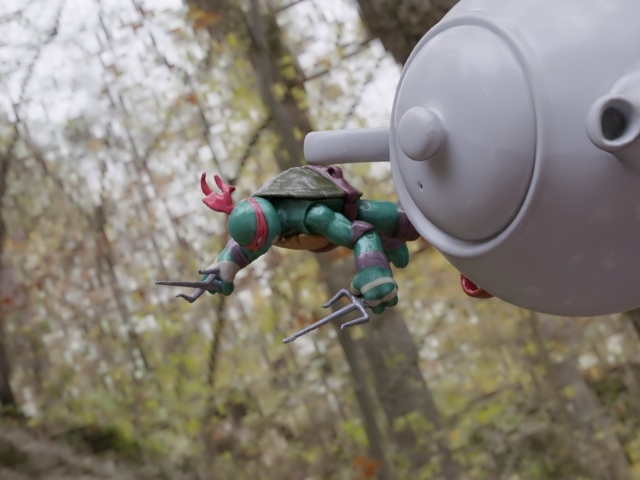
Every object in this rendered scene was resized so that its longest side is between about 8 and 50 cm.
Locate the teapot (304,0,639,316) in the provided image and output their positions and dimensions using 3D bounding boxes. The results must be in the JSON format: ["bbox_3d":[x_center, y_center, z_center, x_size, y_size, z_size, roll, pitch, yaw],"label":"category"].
[{"bbox_3d":[0.127,-0.066,1.097,0.187,0.252,0.256,-2,-43,-32],"label":"teapot"}]

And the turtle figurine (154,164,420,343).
[{"bbox_3d":[0.000,0.000,1.306,0.234,0.118,0.175,-8,17,-43],"label":"turtle figurine"}]

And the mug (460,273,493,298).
[{"bbox_3d":[0.190,-0.025,1.776,0.113,0.150,0.169,-25,7,-19],"label":"mug"}]
